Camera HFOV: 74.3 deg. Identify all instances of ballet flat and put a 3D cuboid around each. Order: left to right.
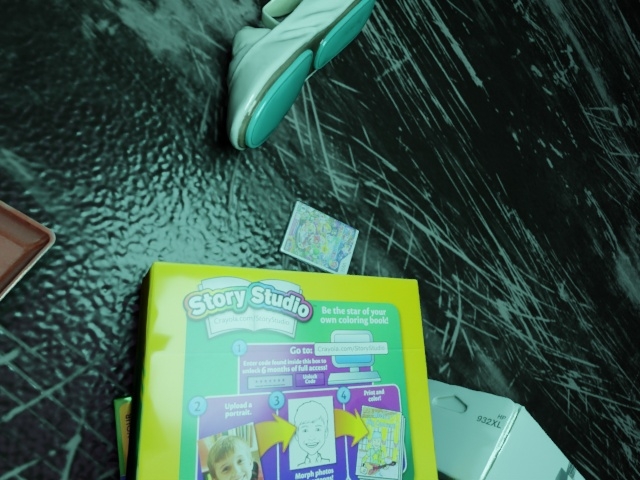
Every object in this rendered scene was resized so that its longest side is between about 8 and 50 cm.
[{"bbox_3d":[-0.055,-0.296,0.650,0.139,0.139,0.400,42,61,-16],"label":"ballet flat"}]

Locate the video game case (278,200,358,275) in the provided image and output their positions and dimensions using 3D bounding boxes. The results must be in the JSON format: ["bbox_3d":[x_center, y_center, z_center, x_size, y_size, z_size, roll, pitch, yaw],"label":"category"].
[{"bbox_3d":[0.000,0.000,0.683,0.122,0.011,0.087,25,71,-23],"label":"video game case"}]

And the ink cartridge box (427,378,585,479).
[{"bbox_3d":[0.270,0.373,0.647,0.307,0.223,0.129,48,65,-13],"label":"ink cartridge box"}]

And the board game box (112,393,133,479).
[{"bbox_3d":[-0.125,0.333,0.522,0.214,0.046,0.317,-5,76,-30],"label":"board game box"}]

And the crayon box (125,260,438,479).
[{"bbox_3d":[-0.036,0.198,0.524,0.363,0.106,0.313,7,70,-27],"label":"crayon box"}]

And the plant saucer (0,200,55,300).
[{"bbox_3d":[-0.449,0.028,0.386,0.258,0.048,0.259,34,52,-15],"label":"plant saucer"}]
